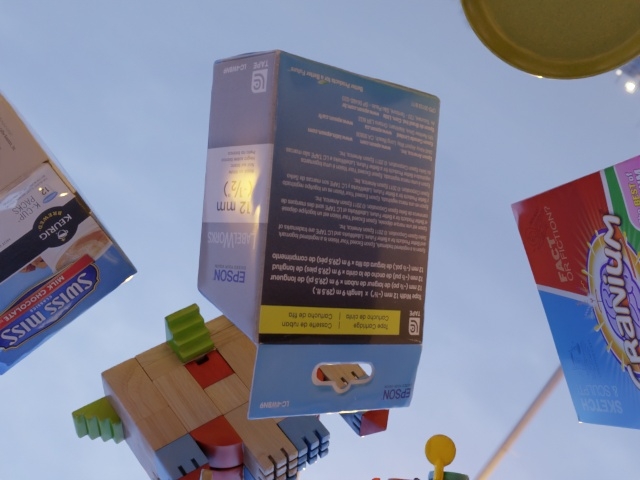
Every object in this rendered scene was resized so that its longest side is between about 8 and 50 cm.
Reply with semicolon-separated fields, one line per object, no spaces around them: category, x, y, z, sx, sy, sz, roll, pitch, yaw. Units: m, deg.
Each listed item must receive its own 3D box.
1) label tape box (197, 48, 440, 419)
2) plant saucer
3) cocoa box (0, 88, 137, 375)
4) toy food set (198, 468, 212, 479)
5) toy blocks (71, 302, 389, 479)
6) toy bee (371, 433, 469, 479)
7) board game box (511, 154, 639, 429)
label tape box;0.000;0.000;0.943;0.249;0.347;0.115;6;179;-44
plant saucer;0.268;-0.291;0.959;0.241;0.241;0.037;34;-169;11
cocoa box;-0.448;-0.042;1.195;0.347;0.231;0.228;43;166;43
toy food set;-0.039;0.230;0.462;0.071;0.128;0.218;8;-140;-10
toy blocks;-0.092;0.224;1.165;0.381;0.190;0.261;-24;-130;-27
toy bee;0.169;0.439;1.484;0.162;0.298;0.195;16;-132;-25
board game box;0.297;0.047;0.783;0.064;0.242;0.316;-16;176;-16
